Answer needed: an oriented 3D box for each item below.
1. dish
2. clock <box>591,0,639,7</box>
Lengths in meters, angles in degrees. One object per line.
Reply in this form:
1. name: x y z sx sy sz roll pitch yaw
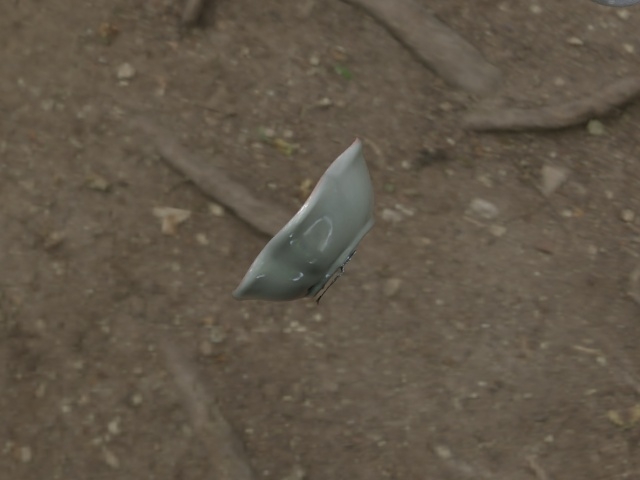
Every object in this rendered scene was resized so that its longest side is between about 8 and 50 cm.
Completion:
1. dish: 0.000 0.000 1.242 0.081 0.229 0.229 38 109 0
2. clock: 0.090 -0.230 0.444 0.189 0.189 0.254 -46 45 22
